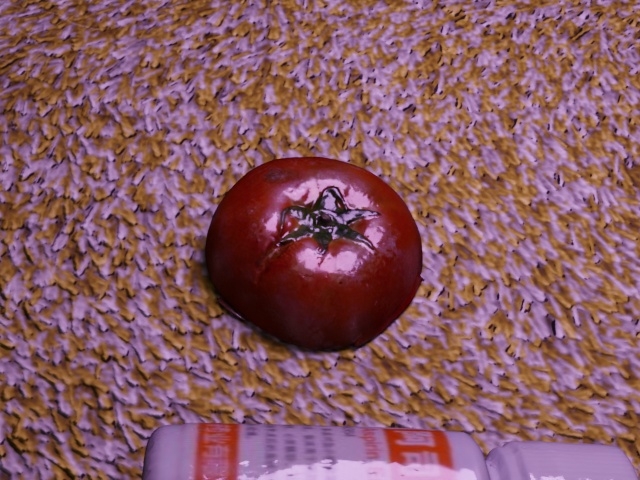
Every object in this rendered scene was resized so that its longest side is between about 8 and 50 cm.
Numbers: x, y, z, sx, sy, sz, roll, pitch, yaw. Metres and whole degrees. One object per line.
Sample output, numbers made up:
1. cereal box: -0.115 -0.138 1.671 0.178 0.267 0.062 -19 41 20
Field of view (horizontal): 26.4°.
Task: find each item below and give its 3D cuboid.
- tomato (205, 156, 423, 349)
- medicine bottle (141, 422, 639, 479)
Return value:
1. tomato: -0.001 -0.003 1.342 0.225 0.085 0.225 5 49 -5
2. medicine bottle: 0.048 0.249 1.052 0.371 0.211 0.211 2 50 -3
